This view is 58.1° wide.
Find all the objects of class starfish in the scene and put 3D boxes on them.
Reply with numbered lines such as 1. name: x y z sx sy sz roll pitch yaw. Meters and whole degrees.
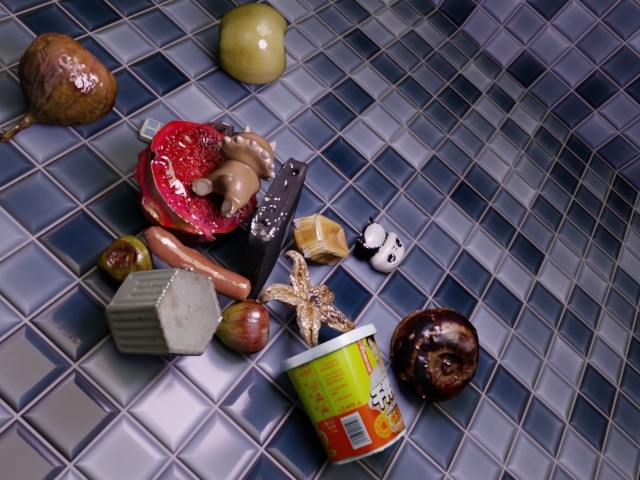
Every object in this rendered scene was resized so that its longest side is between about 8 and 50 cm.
1. starfish: -0.035 0.177 1.720 0.312 0.113 0.303 54 30 9

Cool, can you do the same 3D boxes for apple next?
1. apple: -0.248 -0.723 2.122 0.254 0.292 0.292 -2 59 -5

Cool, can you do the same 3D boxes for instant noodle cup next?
1. instant noodle cup: 0.075 0.425 1.585 0.294 0.294 0.308 -14 76 -36

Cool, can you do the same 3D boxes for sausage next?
1. sausage: -0.340 0.069 1.572 0.326 0.087 0.079 31 27 -7

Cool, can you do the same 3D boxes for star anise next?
1. star anise: -0.291 -0.322 1.903 0.212 0.129 0.283 9 9 0

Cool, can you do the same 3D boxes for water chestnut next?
1. water chestnut: 0.354 0.349 1.821 0.300 0.300 0.300 15 54 -22

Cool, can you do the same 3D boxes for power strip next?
1. power strip: -0.500 -0.334 1.889 0.192 0.035 0.081 21 52 -16

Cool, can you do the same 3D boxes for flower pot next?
1. flower pot: -0.393 0.186 1.467 0.209 0.189 0.239 58 38 -35

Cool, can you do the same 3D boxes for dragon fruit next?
1. dragon fruit: -0.389 -0.148 1.703 0.371 0.249 0.386 20 55 -38

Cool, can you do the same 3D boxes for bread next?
1. bread: 0.000 0.000 1.856 0.241 0.107 0.136 17 55 -65

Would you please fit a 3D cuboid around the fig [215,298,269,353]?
1. fig: -0.246 0.230 1.621 0.230 0.160 0.143 15 52 17

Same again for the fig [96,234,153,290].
1. fig: -0.529 0.054 1.571 0.144 0.154 0.166 7 25 -9

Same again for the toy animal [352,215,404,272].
1. toy animal: 0.211 0.018 2.004 0.179 0.138 0.166 35 66 0

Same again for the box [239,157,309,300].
1. box: -0.143 -0.028 1.693 0.091 0.350 0.359 23 49 2

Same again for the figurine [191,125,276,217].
1. figurine: -0.217 -0.207 1.587 0.177 0.173 0.247 39 38 12

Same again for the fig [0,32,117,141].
1. fig: -0.798 -0.421 1.686 0.368 0.286 0.286 -43 86 -10
